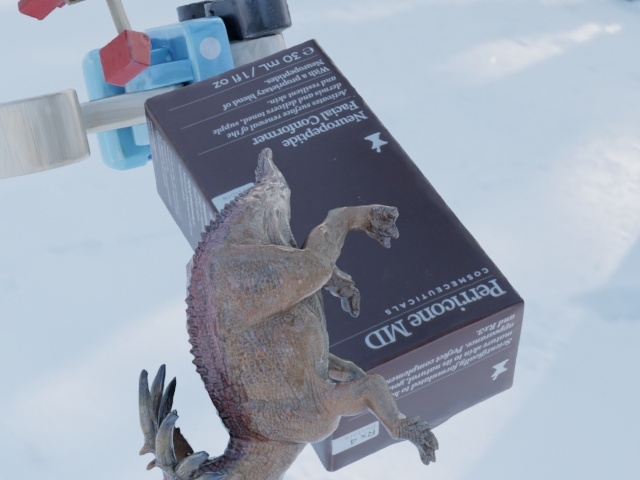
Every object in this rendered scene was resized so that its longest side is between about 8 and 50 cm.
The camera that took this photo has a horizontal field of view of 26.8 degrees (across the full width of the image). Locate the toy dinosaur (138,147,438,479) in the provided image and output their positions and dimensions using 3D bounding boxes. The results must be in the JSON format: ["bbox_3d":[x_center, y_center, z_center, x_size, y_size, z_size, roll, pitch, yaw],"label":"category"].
[{"bbox_3d":[-0.048,0.069,0.893,0.200,0.296,0.127,-3,-11,-21],"label":"toy dinosaur"}]

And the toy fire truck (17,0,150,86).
[{"bbox_3d":[-0.246,-0.260,1.361,0.135,0.047,0.192,13,56,-45],"label":"toy fire truck"}]

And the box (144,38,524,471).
[{"bbox_3d":[0.000,0.000,1.224,0.191,0.143,0.381,-23,54,-18],"label":"box"}]

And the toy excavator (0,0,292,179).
[{"bbox_3d":[-0.227,-0.162,1.659,0.445,0.222,0.433,-16,12,-18],"label":"toy excavator"}]
